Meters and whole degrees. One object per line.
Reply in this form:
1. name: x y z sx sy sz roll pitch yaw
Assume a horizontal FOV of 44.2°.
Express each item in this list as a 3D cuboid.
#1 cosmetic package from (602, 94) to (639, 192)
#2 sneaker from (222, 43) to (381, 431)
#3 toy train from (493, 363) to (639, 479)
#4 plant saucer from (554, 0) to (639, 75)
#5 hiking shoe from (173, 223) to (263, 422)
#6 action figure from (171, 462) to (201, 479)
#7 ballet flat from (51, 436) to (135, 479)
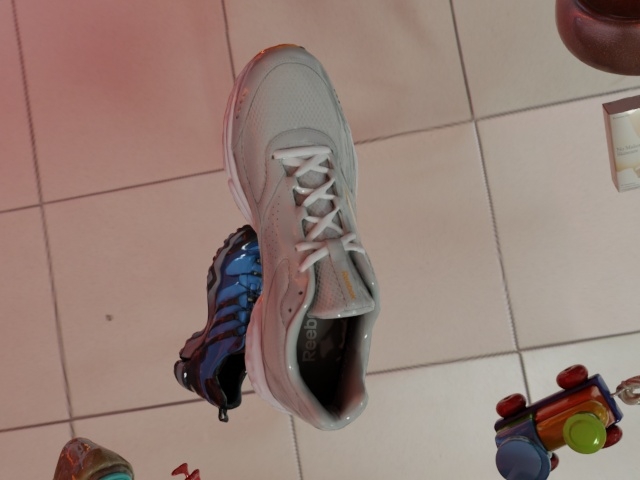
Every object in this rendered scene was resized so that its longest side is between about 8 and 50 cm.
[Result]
1. cosmetic package: 0.402 -0.125 1.013 0.060 0.041 0.115 -14 119 13
2. sneaker: 0.000 0.000 0.524 0.099 0.121 0.262 -9 99 -19
3. toy train: 0.323 0.209 0.939 0.248 0.143 0.105 -31 83 19
4. plant saucer: 0.395 -0.320 0.862 0.310 0.050 0.310 -24 49 31
5. hiking shoe: -0.123 0.126 1.261 0.132 0.113 0.304 29 104 40
6. action figure: -0.122 0.282 0.800 0.038 0.030 0.115 3 119 42
7. ballet flat: -0.329 0.403 1.027 0.124 0.116 0.342 33 115 41
